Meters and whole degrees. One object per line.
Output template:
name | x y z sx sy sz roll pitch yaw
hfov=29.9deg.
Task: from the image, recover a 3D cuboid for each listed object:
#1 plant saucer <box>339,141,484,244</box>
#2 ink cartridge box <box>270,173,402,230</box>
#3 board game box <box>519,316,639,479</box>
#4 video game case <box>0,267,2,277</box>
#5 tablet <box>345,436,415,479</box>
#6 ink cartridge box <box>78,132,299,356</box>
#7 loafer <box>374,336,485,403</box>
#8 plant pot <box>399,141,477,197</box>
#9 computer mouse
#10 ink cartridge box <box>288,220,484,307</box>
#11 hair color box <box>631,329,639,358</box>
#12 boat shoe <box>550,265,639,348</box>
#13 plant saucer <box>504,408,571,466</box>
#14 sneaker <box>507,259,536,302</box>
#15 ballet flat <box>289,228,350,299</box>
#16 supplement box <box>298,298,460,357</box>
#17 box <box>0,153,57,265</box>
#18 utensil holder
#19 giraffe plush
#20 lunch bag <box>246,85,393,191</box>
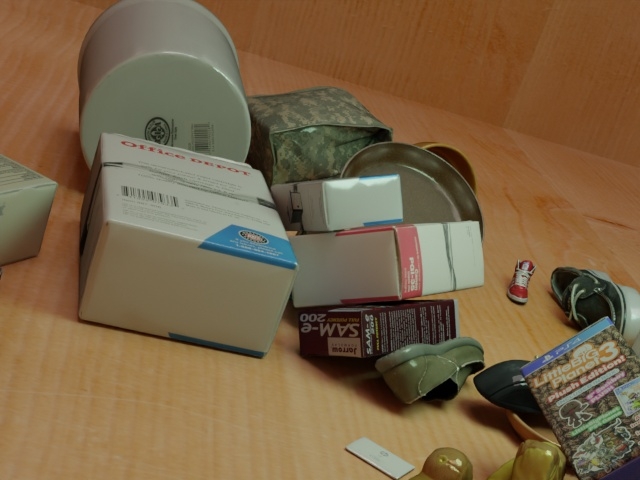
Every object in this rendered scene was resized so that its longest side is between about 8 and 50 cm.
plant saucer | 0.169 -0.049 2.318 0.310 0.050 0.311 12 56 -19
ink cartridge box | 0.023 -0.060 1.919 0.139 0.082 0.190 -7 2 -27
board game box | 0.400 0.276 1.522 0.232 0.141 0.291 55 8 -21
video game case | -0.537 0.071 1.560 0.196 0.026 0.274 16 18 -9
tablet | 0.079 0.285 1.574 0.083 0.006 0.054 28 21 25
ink cartridge box | -0.217 -0.005 1.852 0.285 0.166 0.395 14 20 -16
loafer | 0.172 0.203 1.797 0.251 0.094 0.087 -1 65 -52
plant pot | 0.195 -0.112 2.529 0.205 0.205 0.188 8 6 -28
computer mouse | 0.350 0.208 1.844 0.262 0.060 0.184 14 20 -15
ink cartridge box | 0.112 0.036 1.934 0.207 0.117 0.283 -7 -2 34
hair color box | 0.607 0.276 1.820 0.110 0.185 0.339 3 25 -38
boat shoe | 0.517 0.128 2.292 0.119 0.121 0.335 9 9 -6
plant saucer | 0.366 0.285 1.796 0.200 0.037 0.200 17 18 -6
sneaker | 0.396 0.077 2.355 0.042 0.067 0.118 19 19 1
ballet flat | 0.000 0.000 2.108 0.116 0.124 0.342 18 18 7
supplement box | 0.092 0.132 1.835 0.130 0.073 0.239 -3 0 41
box | -0.536 -0.067 1.785 0.232 0.127 0.148 26 20 20
utensil holder | -0.301 -0.264 2.264 0.327 0.328 0.385 14 22 -15
giraffe plush | 0.174 0.313 1.403 0.170 0.181 0.210 16 51 25
lunch bag | -0.007 -0.225 2.582 0.287 0.169 0.235 -11 29 -17
